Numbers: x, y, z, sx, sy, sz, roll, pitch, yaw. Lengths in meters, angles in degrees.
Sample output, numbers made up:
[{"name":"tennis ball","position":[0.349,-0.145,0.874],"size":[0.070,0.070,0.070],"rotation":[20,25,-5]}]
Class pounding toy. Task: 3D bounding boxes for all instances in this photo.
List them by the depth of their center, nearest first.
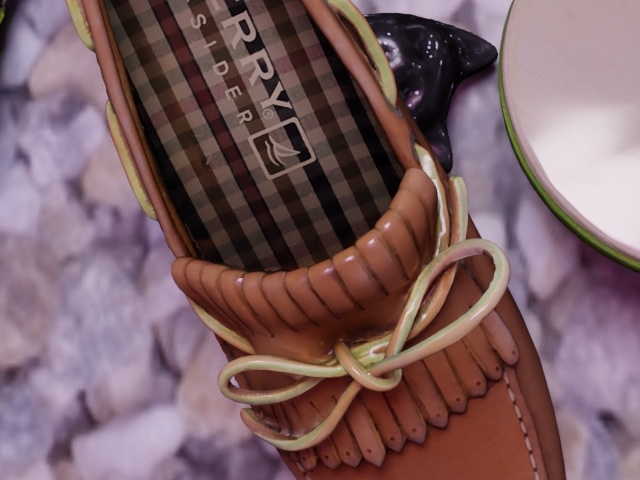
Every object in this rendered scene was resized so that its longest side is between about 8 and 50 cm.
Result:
[{"name":"pounding toy","position":[0.163,-0.081,0.607],"size":[0.183,0.110,0.236],"rotation":[-12,73,1]}]

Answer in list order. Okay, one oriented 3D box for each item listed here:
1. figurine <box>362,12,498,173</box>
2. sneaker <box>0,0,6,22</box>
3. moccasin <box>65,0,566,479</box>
[{"name":"figurine","position":[0.014,-0.165,0.650],"size":[0.209,0.092,0.215],"rotation":[28,87,2]},{"name":"sneaker","position":[-0.168,-0.143,0.664],"size":[0.097,0.084,0.234],"rotation":[-8,100,-29]},{"name":"moccasin","position":[0.003,-0.001,0.555],"size":[0.139,0.147,0.380],"rotation":[-17,104,10]}]
